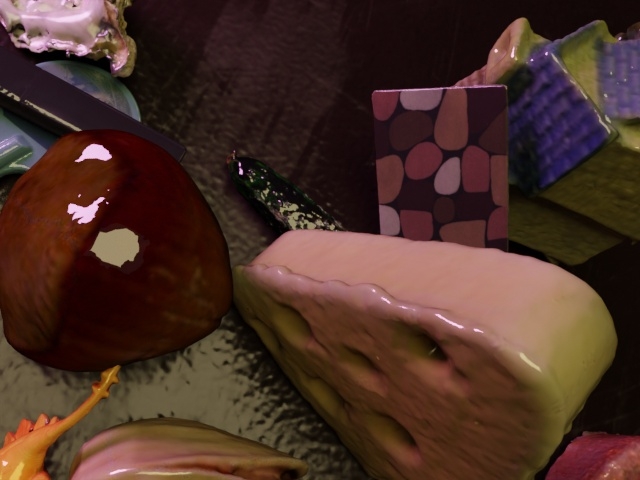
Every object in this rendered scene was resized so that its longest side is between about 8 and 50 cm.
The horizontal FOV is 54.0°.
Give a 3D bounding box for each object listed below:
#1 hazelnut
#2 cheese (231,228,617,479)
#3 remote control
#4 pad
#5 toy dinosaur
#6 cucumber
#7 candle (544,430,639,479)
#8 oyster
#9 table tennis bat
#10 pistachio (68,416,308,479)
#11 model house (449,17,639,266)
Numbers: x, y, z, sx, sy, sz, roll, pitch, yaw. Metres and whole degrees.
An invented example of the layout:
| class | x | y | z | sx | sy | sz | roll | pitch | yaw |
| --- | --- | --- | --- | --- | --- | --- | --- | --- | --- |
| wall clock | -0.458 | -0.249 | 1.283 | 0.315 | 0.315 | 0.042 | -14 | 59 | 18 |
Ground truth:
| class | x | y | z | sx | sy | sz | roll | pitch | yaw |
| --- | --- | --- | --- | --- | --- | --- | --- | --- | --- |
| hazelnut | -0.184 | 0.009 | 0.589 | 0.230 | 0.229 | 0.229 | 6 | 72 | -18 |
| cheese | 0.060 | 0.114 | 0.616 | 0.104 | 0.384 | 0.384 | -40 | 89 | -31 |
| remote control | -0.263 | -0.135 | 0.667 | 0.245 | 0.025 | 0.063 | 28 | 64 | -12 |
| pad | 0.131 | -0.050 | 0.697 | 0.003 | 0.158 | 0.234 | -25 | 116 | -51 |
| toy dinosaur | -0.268 | 0.216 | 0.539 | 0.070 | 0.117 | 0.288 | 35 | 81 | -20 |
| cucumber | 0.000 | 0.000 | 0.726 | 0.293 | 0.067 | 0.067 | 45 | 65 | -1 |
| candle | 0.327 | 0.373 | 0.692 | 0.288 | 0.131 | 0.316 | 5 | 71 | -15 |
| oyster | -0.273 | -0.255 | 0.708 | 0.163 | 0.081 | 0.191 | -27 | 78 | 1 |
| table tennis bat | -0.304 | -0.108 | 0.669 | 0.237 | 0.038 | 0.149 | -40 | 90 | -28 |
| pistachio | -0.110 | 0.235 | 0.564 | 0.230 | 0.157 | 0.157 | 11 | 70 | -24 |
| model house | 0.284 | -0.147 | 0.743 | 0.267 | 0.321 | 0.261 | 15 | 63 | -13 |
